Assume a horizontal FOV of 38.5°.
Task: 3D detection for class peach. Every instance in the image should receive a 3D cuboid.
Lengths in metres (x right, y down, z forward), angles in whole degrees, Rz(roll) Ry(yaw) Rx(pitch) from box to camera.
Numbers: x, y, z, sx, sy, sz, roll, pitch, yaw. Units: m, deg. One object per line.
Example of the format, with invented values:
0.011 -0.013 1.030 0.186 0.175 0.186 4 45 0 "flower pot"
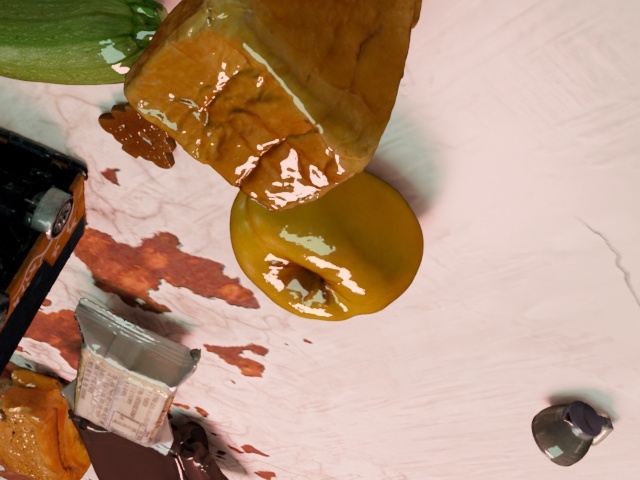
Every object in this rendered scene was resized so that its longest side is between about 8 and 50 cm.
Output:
0.000 0.000 0.813 0.179 0.103 0.179 14 148 9 "peach"

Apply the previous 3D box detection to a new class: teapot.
0.278 0.206 0.996 0.088 0.066 0.057 14 137 -28 "teapot"

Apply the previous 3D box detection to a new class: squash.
-0.207 -0.162 0.730 0.219 0.068 0.077 5 112 25 "squash"

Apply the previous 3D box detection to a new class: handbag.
-0.274 0.376 1.551 0.285 0.113 0.257 14 143 27 "handbag"

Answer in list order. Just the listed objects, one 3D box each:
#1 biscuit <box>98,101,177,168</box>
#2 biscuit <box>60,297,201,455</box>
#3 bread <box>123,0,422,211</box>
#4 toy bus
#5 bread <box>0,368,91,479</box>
-0.164 -0.103 0.843 0.082 0.016 0.092 33 147 -7 "biscuit"
-0.273 0.197 1.272 0.186 0.079 0.309 26 146 0 "biscuit"
-0.024 -0.122 0.595 0.143 0.158 0.149 35 151 -22 "bread"
-0.355 0.039 0.934 0.139 0.275 0.167 23 150 -1 "toy bus"
-0.519 0.330 1.645 0.185 0.109 0.380 23 148 9 "bread"
